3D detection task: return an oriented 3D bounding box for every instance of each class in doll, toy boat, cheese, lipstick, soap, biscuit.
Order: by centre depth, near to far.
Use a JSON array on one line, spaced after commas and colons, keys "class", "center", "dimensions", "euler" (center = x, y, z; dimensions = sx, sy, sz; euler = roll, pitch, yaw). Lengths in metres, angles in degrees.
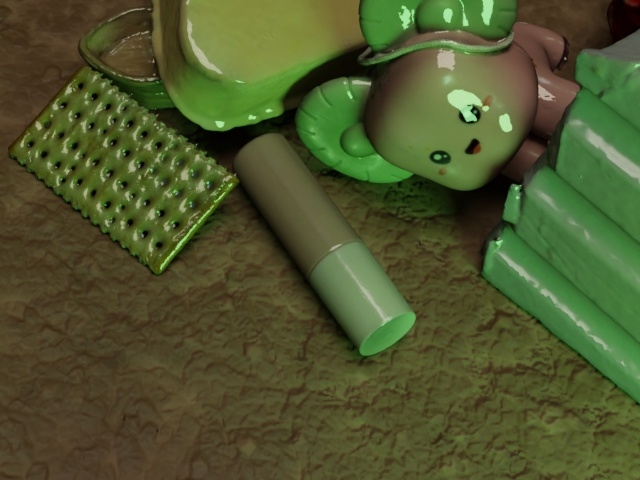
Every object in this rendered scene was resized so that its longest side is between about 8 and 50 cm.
[{"class": "soap", "center": [0.411, 0.013, 1.036], "dimensions": [0.435, 0.350, 0.213], "euler": [43, 54, 18]}, {"class": "lipstick", "center": [0.000, 0.000, 1.139], "dimensions": [0.070, 0.070, 0.254], "euler": [-25, 63, -21]}, {"class": "doll", "center": [0.130, -0.167, 1.166], "dimensions": [0.268, 0.284, 0.216], "euler": [20, 38, -19]}, {"class": "biscuit", "center": [-0.213, -0.082, 1.172], "dimensions": [0.231, 0.016, 0.139], "euler": [38, 83, 17]}, {"class": "cheese", "center": [-0.061, -0.274, 1.218], "dimensions": [0.384, 0.104, 0.384], "euler": [12, 60, -21]}, {"class": "toy boat", "center": [-0.181, -0.209, 1.261], "dimensions": [0.188, 0.061, 0.116], "euler": [-3, 59, -9]}]

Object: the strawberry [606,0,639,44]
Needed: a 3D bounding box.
[{"class": "strawberry", "center": [0.508, -0.253, 1.279], "dimensions": [0.295, 0.317, 0.345], "euler": [-35, 100, 13]}]
